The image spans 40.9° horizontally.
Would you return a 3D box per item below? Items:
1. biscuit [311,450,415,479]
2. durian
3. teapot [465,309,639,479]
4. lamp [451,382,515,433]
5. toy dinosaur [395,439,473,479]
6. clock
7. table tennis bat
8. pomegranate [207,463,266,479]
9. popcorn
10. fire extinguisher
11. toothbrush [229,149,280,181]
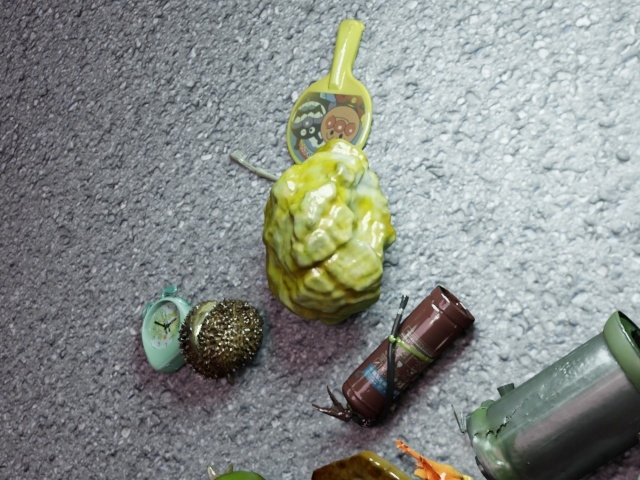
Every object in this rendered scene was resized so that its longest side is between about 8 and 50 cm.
[{"bbox_3d":[0.096,0.548,1.521,0.359,0.046,0.359,4,96,44],"label":"biscuit"},{"bbox_3d":[-0.212,0.220,1.865,0.196,0.167,0.196,7,99,51],"label":"durian"},{"bbox_3d":[0.405,0.306,1.357,0.337,0.200,0.270,-38,47,20],"label":"teapot"},{"bbox_3d":[0.300,0.301,1.539,0.121,0.041,0.054,-26,69,21],"label":"lamp"},{"bbox_3d":[0.218,0.429,1.496,0.288,0.117,0.070,38,97,35],"label":"toy dinosaur"},{"bbox_3d":[-0.351,0.201,2.011,0.148,0.060,0.188,-39,55,18],"label":"clock"},{"bbox_3d":[0.034,-0.326,1.940,0.224,0.054,0.368,10,83,36],"label":"table tennis bat"},{"bbox_3d":[-0.172,0.532,1.710,0.181,0.181,0.224,-58,30,3],"label":"pomegranate"},{"bbox_3d":[-0.007,-0.007,1.717,0.292,0.293,0.334,-19,48,27],"label":"popcorn"},{"bbox_3d":[0.130,0.228,1.628,0.141,0.105,0.341,44,101,4],"label":"fire extinguisher"},{"bbox_3d":[-0.118,-0.151,1.998,0.294,0.026,0.028,34,79,38],"label":"toothbrush"}]
